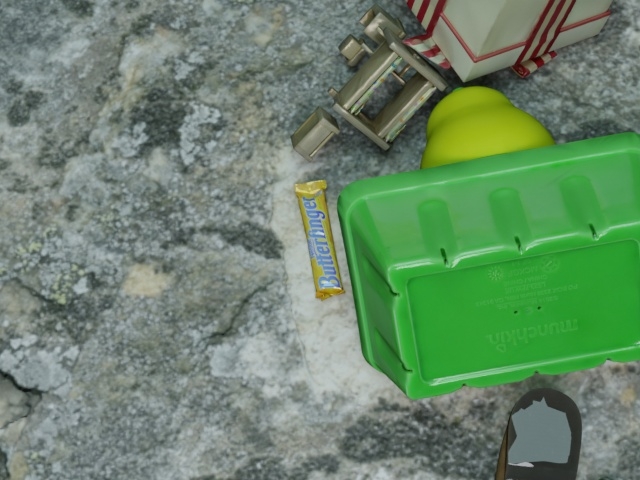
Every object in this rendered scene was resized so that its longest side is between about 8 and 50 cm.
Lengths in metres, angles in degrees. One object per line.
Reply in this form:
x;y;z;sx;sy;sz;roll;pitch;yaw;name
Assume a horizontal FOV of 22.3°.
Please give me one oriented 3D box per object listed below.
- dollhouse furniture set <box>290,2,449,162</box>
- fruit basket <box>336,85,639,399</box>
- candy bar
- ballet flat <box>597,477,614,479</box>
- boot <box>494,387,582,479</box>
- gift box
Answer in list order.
0.055;-0.181;2.048;0.182;0.101;0.161;-46;23;16;dollhouse furniture set
0.208;-0.009;1.882;0.392;0.283;0.392;-9;23;4;fruit basket
0.000;0.000;1.985;0.040;0.018;0.161;-11;65;1;candy bar
0.295;0.365;1.775;0.068;0.072;0.213;30;72;-15;ballet flat
0.222;0.320;1.785;0.112;0.115;0.305;15;77;1;boot
0.210;-0.362;1.986;0.276;0.258;0.255;-17;64;-24;gift box
